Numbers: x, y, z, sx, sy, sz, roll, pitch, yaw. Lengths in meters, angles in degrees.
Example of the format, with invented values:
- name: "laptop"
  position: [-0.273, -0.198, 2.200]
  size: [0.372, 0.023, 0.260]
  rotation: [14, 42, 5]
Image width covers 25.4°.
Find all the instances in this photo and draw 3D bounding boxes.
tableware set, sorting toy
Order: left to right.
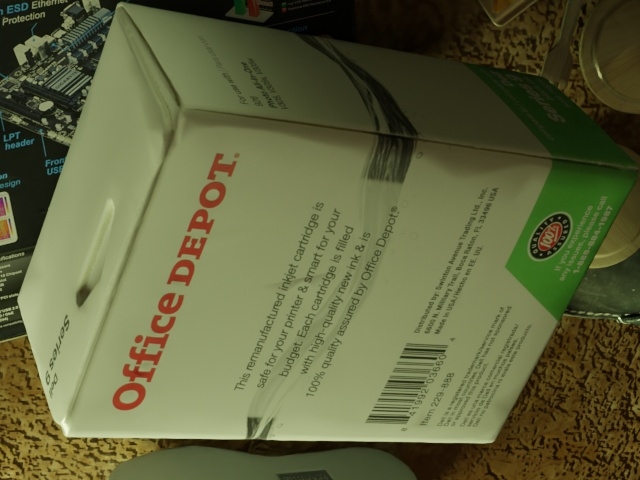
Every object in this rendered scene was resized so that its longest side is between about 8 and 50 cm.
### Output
- name: "sorting toy"
  position: [0.132, -0.177, 0.889]
  size: [0.083, 0.012, 0.062]
  rotation: [-37, 132, 8]
- name: "tableware set"
  position: [0.195, -0.078, 0.950]
  size: [0.128, 0.039, 0.194]
  rotation: [13, 101, -13]

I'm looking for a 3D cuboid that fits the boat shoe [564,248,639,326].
- name: "boat shoe"
  position: [0.265, 0.013, 1.029]
  size: [0.335, 0.119, 0.121]
  rotation: [-6, 129, -18]

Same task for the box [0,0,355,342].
- name: "box"
  position: [-0.124, -0.090, 0.802]
  size: [0.295, 0.073, 0.293]
  rotation: [-15, 129, -15]

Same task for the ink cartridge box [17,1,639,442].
- name: "ink cartridge box"
  position: [0.000, 0.000, 0.804]
  size: [0.289, 0.121, 0.211]
  rotation: [6, 123, -31]

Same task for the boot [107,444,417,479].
- name: "boot"
  position: [-0.050, 0.229, 1.076]
  size: [0.258, 0.095, 0.123]
  rotation: [5, 117, -29]
